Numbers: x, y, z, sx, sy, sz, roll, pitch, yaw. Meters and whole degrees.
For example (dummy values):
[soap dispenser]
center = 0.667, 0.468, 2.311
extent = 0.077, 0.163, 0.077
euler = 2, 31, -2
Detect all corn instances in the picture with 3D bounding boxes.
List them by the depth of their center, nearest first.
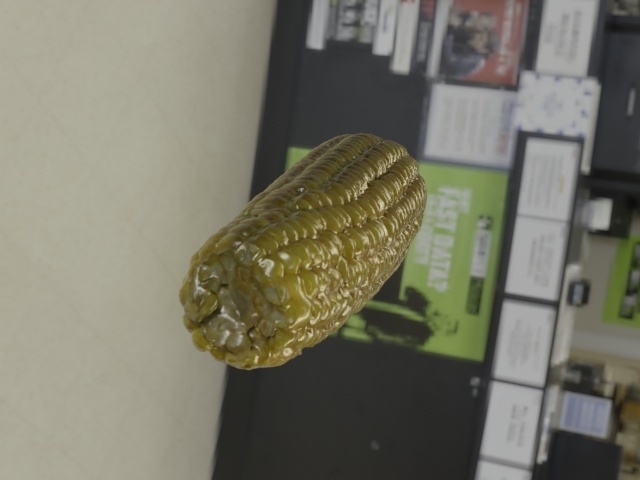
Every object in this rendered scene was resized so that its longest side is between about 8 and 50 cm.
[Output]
[corn]
center = 0.000, 0.000, 0.878
extent = 0.363, 0.120, 0.120
euler = -44, 138, -65
